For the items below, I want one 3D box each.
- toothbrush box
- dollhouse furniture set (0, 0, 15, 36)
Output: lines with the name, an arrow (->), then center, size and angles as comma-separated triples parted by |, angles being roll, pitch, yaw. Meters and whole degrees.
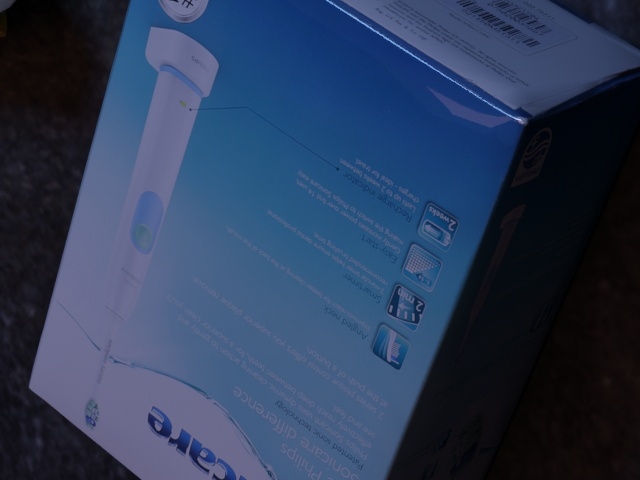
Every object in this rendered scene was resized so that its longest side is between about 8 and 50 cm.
toothbrush box -> 0.000, 0.000, 0.955 | 0.216, 0.126, 0.295 | 34, 123, 25
dollhouse furniture set -> -0.247, -0.258, 1.116 | 0.301, 0.151, 0.197 | 59, 155, -15
